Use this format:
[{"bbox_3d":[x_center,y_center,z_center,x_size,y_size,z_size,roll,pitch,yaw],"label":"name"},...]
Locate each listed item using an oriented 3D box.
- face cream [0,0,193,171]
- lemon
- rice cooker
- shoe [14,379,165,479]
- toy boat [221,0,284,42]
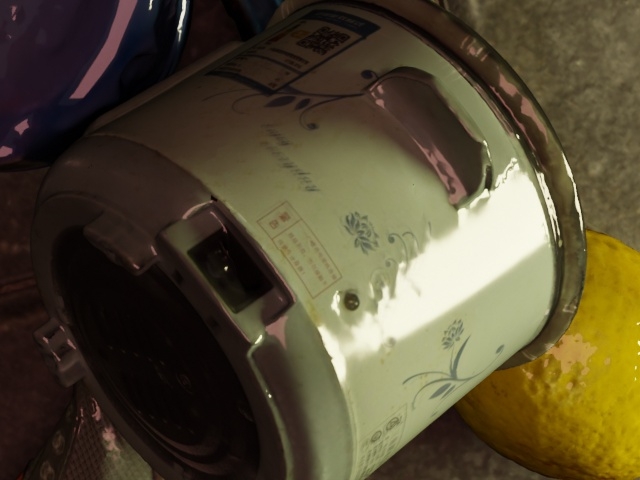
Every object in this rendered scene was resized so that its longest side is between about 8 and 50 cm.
[{"bbox_3d":[-0.205,-0.163,0.938,0.249,0.225,0.249,0,96,-2],"label":"face cream"},{"bbox_3d":[0.174,0.079,1.043,0.207,0.170,0.170,28,94,-12],"label":"lemon"},{"bbox_3d":[0.000,0.000,0.882,0.316,0.316,0.264,-41,80,1],"label":"rice cooker"},{"bbox_3d":[-0.156,0.164,1.053,0.171,0.132,0.337,-7,101,5],"label":"shoe"},{"bbox_3d":[0.005,-0.189,1.006,0.142,0.129,0.309,-22,105,15],"label":"toy boat"}]
